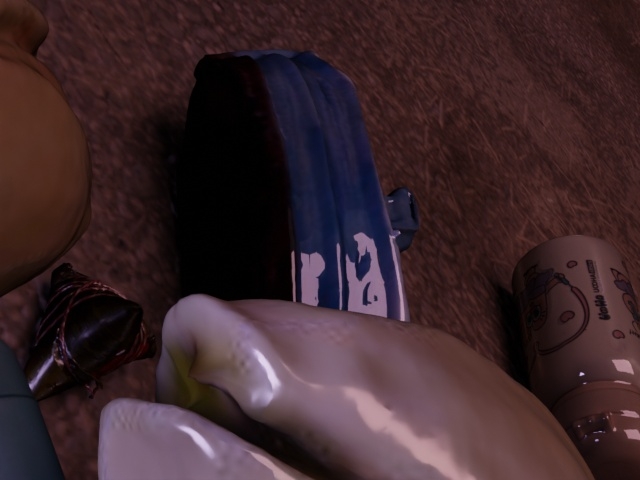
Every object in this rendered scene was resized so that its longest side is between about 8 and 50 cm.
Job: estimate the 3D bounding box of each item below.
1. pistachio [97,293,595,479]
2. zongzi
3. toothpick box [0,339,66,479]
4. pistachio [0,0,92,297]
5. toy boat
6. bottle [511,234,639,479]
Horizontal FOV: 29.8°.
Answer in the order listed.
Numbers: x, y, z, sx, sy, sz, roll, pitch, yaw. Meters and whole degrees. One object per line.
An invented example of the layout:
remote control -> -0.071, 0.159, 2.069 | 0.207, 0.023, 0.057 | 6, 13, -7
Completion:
pistachio -> 0.016, 0.138, 0.471 | 0.226, 0.208, 0.332 | 26, -24, 29
zongzi -> -0.119, 0.052, 0.574 | 0.067, 0.073, 0.083 | 49, -10, -8
toothpick box -> -0.129, 0.133, 0.397 | 0.120, 0.120, 0.184 | -7, 69, -57
pistachio -> -0.194, -0.032, 0.412 | 0.293, 0.181, 0.162 | -18, 82, -63
toy boat -> 0.000, 0.000, 0.706 | 0.142, 0.129, 0.309 | 13, 48, -30
bottle -> 0.213, 0.104, 0.949 | 0.110, 0.097, 0.209 | 52, 25, -39
